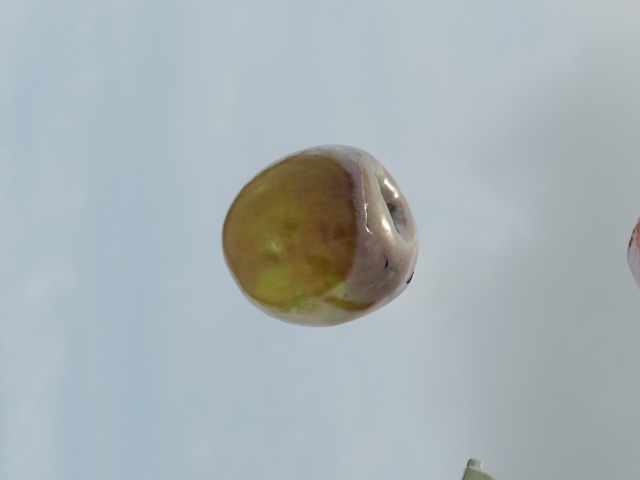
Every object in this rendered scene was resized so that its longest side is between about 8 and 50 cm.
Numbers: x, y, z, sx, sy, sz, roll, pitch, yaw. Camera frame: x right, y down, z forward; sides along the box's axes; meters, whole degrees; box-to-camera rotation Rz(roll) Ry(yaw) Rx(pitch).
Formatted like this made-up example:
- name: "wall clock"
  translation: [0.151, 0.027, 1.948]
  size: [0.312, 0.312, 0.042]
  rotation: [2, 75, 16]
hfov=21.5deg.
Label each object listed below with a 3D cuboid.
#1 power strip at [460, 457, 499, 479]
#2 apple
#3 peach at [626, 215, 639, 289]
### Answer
- name: "power strip"
  translation: [0.085, 0.313, 1.427]
  size: [0.286, 0.048, 0.080]
  rotation: [-57, 172, -36]
- name: "apple"
  translation: [-0.003, -0.005, 1.422]
  size: [0.147, 0.146, 0.163]
  rotation: [-25, -165, 19]
- name: "peach"
  translation: [0.213, -0.025, 0.704]
  size: [0.192, 0.190, 0.190]
  rotation: [34, -75, 48]
